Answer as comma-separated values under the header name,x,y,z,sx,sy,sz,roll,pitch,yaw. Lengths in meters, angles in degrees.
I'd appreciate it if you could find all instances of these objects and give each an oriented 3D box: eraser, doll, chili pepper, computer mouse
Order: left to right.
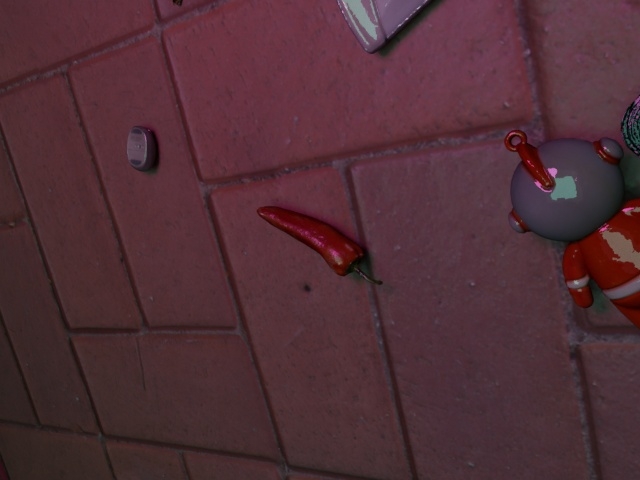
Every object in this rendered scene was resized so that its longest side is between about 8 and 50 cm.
name,x,y,z,sx,sy,sz,roll,pitch,yaw
computer mouse,-0.375,-0.194,1.195,0.066,0.039,0.096,12,105,27
chili pepper,0.000,0.000,1.010,0.272,0.071,0.063,34,117,21
eraser,0.081,-0.434,0.818,0.204,0.059,0.243,-35,90,35
doll,0.371,-0.025,0.762,0.336,0.105,0.200,44,125,2

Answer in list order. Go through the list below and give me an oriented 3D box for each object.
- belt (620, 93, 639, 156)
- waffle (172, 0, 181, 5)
name,x,y,z,sx,sy,sz,roll,pitch,yaw
belt,0.446,-0.146,0.695,0.140,0.058,0.105,3,102,35
waffle,-0.240,-0.508,1.012,0.097,0.023,0.152,6,108,31
